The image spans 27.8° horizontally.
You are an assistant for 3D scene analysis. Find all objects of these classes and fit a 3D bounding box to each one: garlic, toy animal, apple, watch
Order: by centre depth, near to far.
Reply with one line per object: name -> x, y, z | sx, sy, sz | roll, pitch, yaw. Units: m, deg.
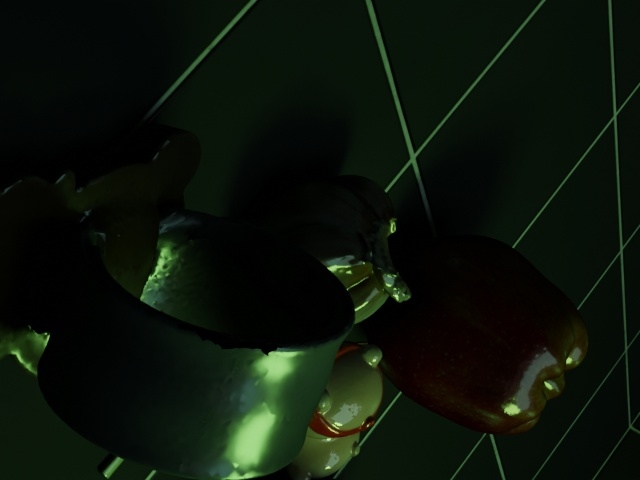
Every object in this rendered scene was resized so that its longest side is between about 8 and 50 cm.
watch -> -0.155, 0.085, 1.230 | 0.335, 0.327, 0.314 | -9, 125, -54
garlic -> 0.000, 0.000, 1.583 | 0.160, 0.191, 0.214 | 49, 31, -47
toy animal -> 0.004, 0.229, 1.816 | 0.171, 0.171, 0.198 | -32, 149, -41
apple -> 0.228, 0.138, 1.939 | 0.288, 0.317, 0.288 | -49, 167, -16

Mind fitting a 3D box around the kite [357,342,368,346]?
kite -> 0.049, 0.210, 2.012 | 0.159, 0.010, 0.190 | -41, 146, -29

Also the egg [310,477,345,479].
egg -> 0.007, 0.519, 1.894 | 0.345, 0.345, 0.428 | -64, 167, 9

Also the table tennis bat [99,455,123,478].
table tennis bat -> -0.217, 0.231, 1.601 | 0.156, 0.013, 0.087 | -49, 151, -20
